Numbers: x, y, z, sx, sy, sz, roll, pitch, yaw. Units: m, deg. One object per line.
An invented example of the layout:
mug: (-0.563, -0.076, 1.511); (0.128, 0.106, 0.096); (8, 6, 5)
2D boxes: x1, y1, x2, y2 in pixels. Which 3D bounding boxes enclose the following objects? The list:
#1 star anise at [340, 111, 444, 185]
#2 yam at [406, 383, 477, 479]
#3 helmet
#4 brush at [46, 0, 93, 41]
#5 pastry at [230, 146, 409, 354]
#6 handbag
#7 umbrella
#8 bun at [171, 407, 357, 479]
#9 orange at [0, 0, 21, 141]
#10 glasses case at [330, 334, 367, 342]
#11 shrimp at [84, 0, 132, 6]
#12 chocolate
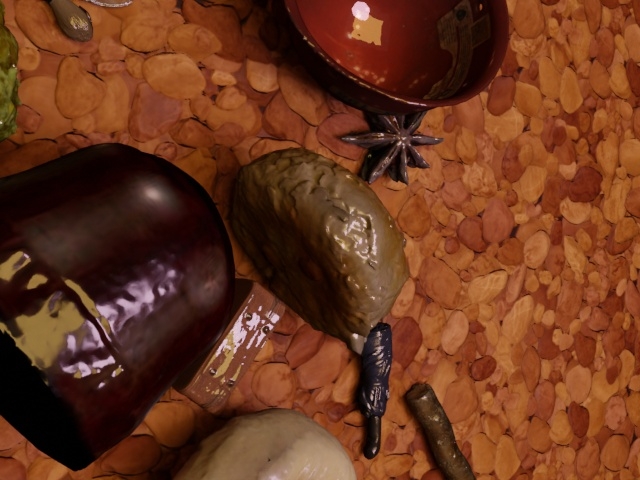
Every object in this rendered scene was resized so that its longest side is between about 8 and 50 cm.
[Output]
star anise: (0.125, -0.187, 1.188); (0.180, 0.061, 0.205); (23, 79, -21)
yam: (0.236, 0.388, 1.276); (0.061, 0.061, 0.253); (-34, 108, -23)
helmet: (0.082, -0.343, 1.063); (0.384, 0.230, 0.338); (13, 77, -17)
brush: (-0.410, -0.399, 0.896); (0.299, 0.042, 0.039); (55, 49, -18)
pastry: (0.000, 0.000, 0.989); (0.136, 0.329, 0.330); (-39, 110, -28)
handbag: (-0.151, 0.150, 0.999); (0.072, 0.151, 0.193); (40, 71, -28)
umbrella: (0.094, 0.268, 1.199); (0.070, 0.071, 0.248); (-5, 101, -29)
bun: (-0.117, 0.423, 0.999); (0.361, 0.213, 0.361); (-13, 110, -40)
orange: (-0.490, -0.196, 0.753); (0.300, 0.223, 0.301); (-43, 109, -36)
glasses case: (0.057, 0.070, 1.157); (0.047, 0.071, 0.205); (7, 89, -25)
shrimp: (-0.277, -0.442, 0.966); (0.251, 0.052, 0.144); (-42, 121, -13)
chocolate: (-0.289, 0.041, 0.833); (0.331, 0.383, 0.384); (-46, 113, -36)
